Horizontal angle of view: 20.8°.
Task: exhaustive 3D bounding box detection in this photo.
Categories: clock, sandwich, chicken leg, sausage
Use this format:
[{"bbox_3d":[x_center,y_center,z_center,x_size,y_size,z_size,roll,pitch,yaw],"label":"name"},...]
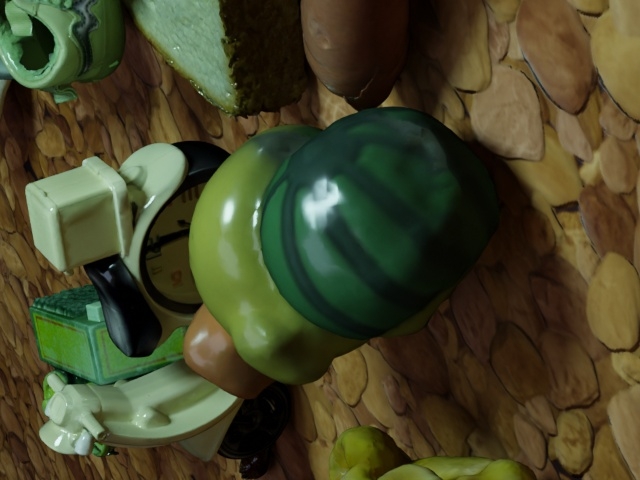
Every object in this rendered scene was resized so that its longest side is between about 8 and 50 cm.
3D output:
[{"bbox_3d":[-0.162,0.083,1.764,0.120,0.276,0.379,37,137,50],"label":"clock"},{"bbox_3d":[-0.111,-0.292,1.568,0.271,0.099,0.301,51,153,42],"label":"sandwich"},{"bbox_3d":[-0.077,0.238,1.981,0.062,0.037,0.145,-105,15,-45],"label":"chicken leg"},{"bbox_3d":[0.030,-0.237,1.257,0.094,0.094,0.419,25,153,12],"label":"sausage"}]

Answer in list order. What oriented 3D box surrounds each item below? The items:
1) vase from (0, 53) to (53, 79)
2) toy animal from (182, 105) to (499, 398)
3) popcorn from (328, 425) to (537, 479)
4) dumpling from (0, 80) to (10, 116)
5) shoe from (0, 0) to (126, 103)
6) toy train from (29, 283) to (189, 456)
[{"bbox_3d":[-0.334,-0.343,1.817,0.245,0.245,0.291,40,137,46],"label":"vase"},{"bbox_3d":[-0.001,-0.002,1.425,0.191,0.216,0.338,43,150,-13],"label":"toy animal"},{"bbox_3d":[0.093,0.321,1.464,0.316,0.281,0.297,13,100,39],"label":"popcorn"},{"bbox_3d":[-0.466,-0.277,2.256,0.243,0.187,0.318,-16,106,25],"label":"dumpling"},{"bbox_3d":[-0.259,-0.259,1.660,0.140,0.128,0.262,-1,122,22],"label":"shoe"},{"bbox_3d":[-0.250,0.149,2.116,0.272,0.159,0.188,11,113,61],"label":"toy train"}]
